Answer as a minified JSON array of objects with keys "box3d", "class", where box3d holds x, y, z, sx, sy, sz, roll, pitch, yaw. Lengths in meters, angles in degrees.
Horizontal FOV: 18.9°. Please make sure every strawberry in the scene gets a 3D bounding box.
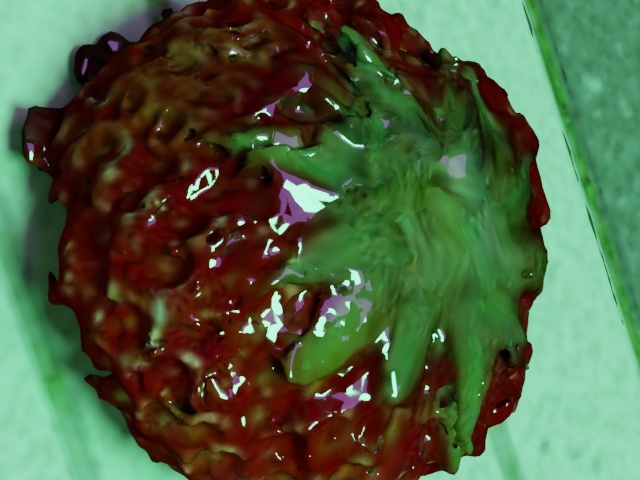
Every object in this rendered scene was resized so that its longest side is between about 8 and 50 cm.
[{"box3d":[0.000,0.000,0.491,0.145,0.086,0.145,3,84,-36],"class":"strawberry"}]
